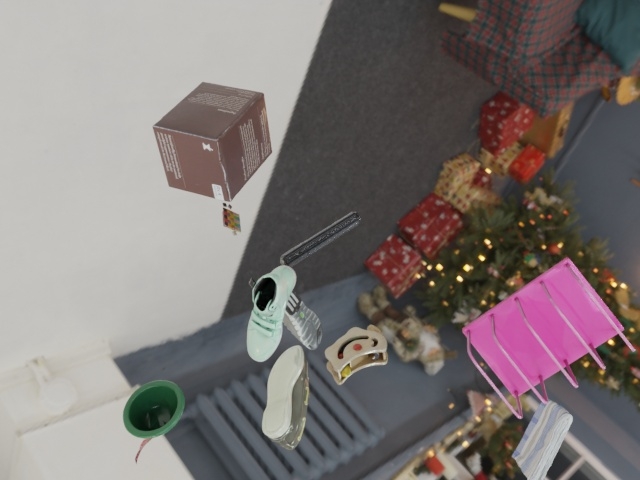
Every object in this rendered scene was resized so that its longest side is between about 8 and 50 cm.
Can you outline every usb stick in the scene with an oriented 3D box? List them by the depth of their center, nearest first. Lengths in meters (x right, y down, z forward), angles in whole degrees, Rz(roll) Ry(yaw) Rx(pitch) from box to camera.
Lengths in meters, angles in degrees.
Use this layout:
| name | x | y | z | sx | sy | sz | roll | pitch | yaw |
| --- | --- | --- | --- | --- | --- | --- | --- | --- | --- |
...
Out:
| name | x | y | z | sx | sy | sz | roll | pitch | yaw |
| --- | --- | --- | --- | --- | --- | --- | --- | --- | --- |
| usb stick | 0.000 | 0.000 | 1.971 | 0.278 | 0.045 | 0.077 | -32 | 169 | -16 |

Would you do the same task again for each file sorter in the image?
| name | x | y | z | sx | sy | sz | roll | pitch | yaw |
| --- | --- | --- | --- | --- | --- | --- | --- | --- | --- |
| file sorter | 0.486 | 0.217 | 1.424 | 0.290 | 0.202 | 0.182 | -38 | -178 | 16 |

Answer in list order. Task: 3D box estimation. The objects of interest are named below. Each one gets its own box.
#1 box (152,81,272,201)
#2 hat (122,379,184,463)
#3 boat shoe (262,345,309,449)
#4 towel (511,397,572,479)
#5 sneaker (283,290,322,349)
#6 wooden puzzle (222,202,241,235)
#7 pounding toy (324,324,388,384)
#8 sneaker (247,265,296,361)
| name | x | y | z | sx | sy | sz | roll | pitch | yaw |
| --- | --- | --- | --- | --- | --- | --- | --- | --- | --- |
| box | -0.232 | -0.223 | 1.465 | 0.168 | 0.167 | 0.203 | 86 | 28 | -42 |
| hat | -0.462 | 0.524 | 1.911 | 0.208 | 0.173 | 0.183 | -7 | 140 | 10 |
| boat shoe | -0.081 | 0.417 | 1.775 | 0.109 | 0.305 | 0.091 | -25 | 120 | 25 |
| towel | 0.586 | 0.529 | 1.761 | 0.209 | 0.034 | 0.285 | -63 | 171 | 0 |
| sneaker | -0.089 | 0.218 | 1.885 | 0.086 | 0.132 | 0.229 | -53 | 131 | -33 |
| wooden puzzle | -0.202 | -0.047 | 1.498 | 0.006 | 0.083 | 0.049 | -32 | 141 | 31 |
| pounding toy | 0.143 | 0.402 | 2.242 | 0.269 | 0.154 | 0.155 | -35 | 135 | -31 |
| sneaker | -0.146 | 0.187 | 1.613 | 0.151 | 0.094 | 0.256 | -12 | 120 | -72 |
